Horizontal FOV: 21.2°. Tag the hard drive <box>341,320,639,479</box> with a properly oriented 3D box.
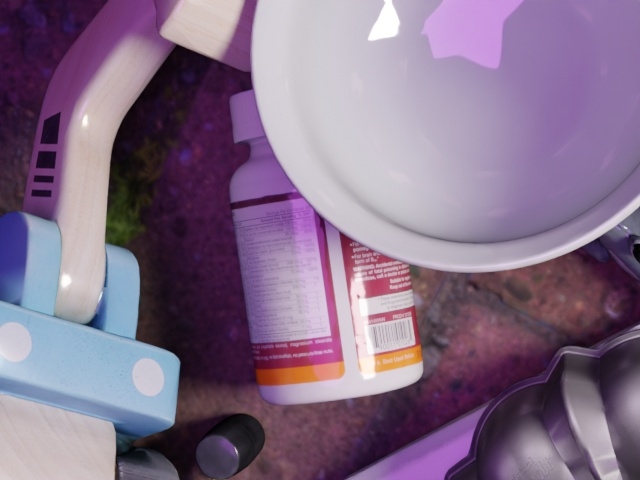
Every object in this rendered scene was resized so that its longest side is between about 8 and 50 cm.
[{"bbox_3d":[0.194,0.192,1.228,0.308,0.040,0.203,-30,86,13],"label":"hard drive"}]

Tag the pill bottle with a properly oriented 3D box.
[{"bbox_3d":[0.000,0.000,1.221,0.121,0.121,0.221,-8,90,14],"label":"pill bottle"}]

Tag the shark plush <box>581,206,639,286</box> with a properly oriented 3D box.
[{"bbox_3d":[0.220,0.014,1.178,0.073,0.067,0.161,-36,66,17],"label":"shark plush"}]

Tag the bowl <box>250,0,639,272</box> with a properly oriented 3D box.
[{"bbox_3d":[0.113,-0.118,1.126,0.298,0.134,0.297,-2,81,14],"label":"bowl"}]

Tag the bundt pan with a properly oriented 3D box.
[{"bbox_3d":[0.229,0.228,1.138,0.331,0.124,0.330,1,94,13],"label":"bundt pan"}]

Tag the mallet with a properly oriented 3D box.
[{"bbox_3d":[-0.096,0.220,1.290,0.039,0.062,0.189,26,100,12],"label":"mallet"}]

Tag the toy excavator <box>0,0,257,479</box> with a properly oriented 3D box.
[{"bbox_3d":[-0.202,0.014,1.210,0.433,0.222,0.445,-22,59,46],"label":"toy excavator"}]
